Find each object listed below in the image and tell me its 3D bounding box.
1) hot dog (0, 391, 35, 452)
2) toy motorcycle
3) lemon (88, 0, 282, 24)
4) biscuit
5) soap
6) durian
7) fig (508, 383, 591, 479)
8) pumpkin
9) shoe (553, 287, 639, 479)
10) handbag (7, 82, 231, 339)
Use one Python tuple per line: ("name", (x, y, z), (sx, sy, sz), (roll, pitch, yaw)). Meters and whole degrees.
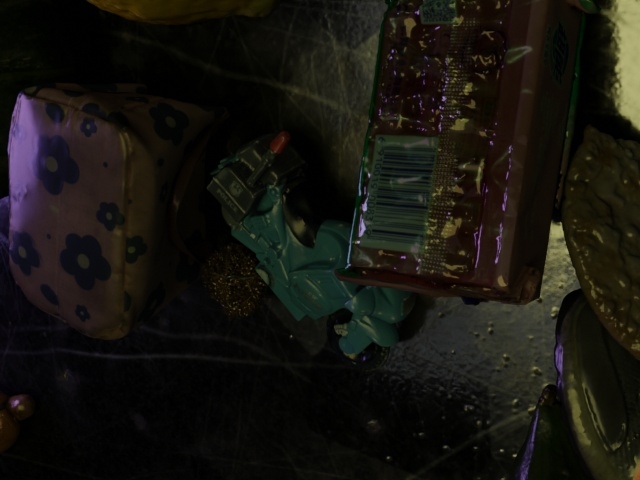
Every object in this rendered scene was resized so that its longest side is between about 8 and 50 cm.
("hot dog", (-0.452, 0.247, 1.405), (0.090, 0.060, 0.140), (49, 129, 2))
("toy motorcycle", (0.000, 0.000, 1.033), (0.272, 0.123, 0.182), (49, 133, 7))
("lemon", (-0.141, -0.358, 0.891), (0.335, 0.336, 0.336), (9, 110, 27))
("biscuit", (0.290, 0.036, 0.874), (0.290, 0.141, 0.038), (54, 157, 3))
("soap", (0.117, -0.085, 0.870), (0.217, 0.098, 0.274), (7, 87, 30))
("durian", (-0.095, 0.047, 1.125), (0.080, 0.080, 0.091), (22, 109, 22))
("fig", (0.231, 0.227, 0.988), (0.117, 0.117, 0.178), (-12, 84, 32))
("pumpkin", (-0.418, -0.183, 1.154), (0.300, 0.207, 0.300), (9, 111, 26))
("shoe", (0.334, 0.185, 0.903), (0.171, 0.132, 0.337), (-23, 96, 28))
("handbag", (-0.212, -0.048, 1.093), (0.190, 0.193, 0.252), (22, 117, 28))
